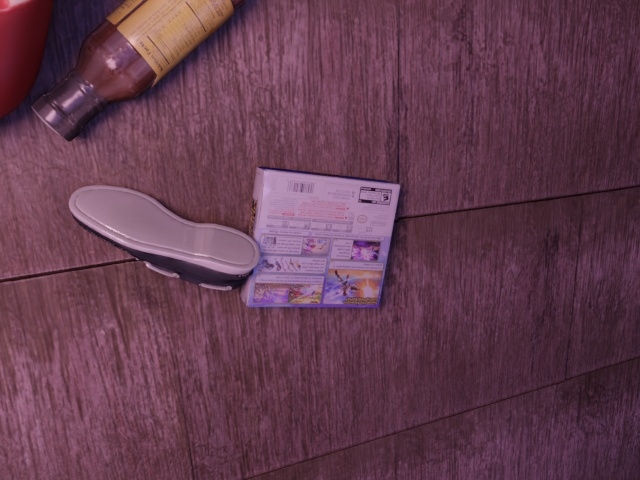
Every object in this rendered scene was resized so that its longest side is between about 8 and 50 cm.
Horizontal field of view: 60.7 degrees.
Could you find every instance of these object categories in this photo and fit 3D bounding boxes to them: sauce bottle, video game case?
[{"bbox_3d":[-0.262,-0.284,0.790,0.344,0.111,0.111,-43,116,-5],"label":"sauce bottle"},{"bbox_3d":[0.000,0.000,1.009,0.269,0.061,0.244,4,102,-24],"label":"video game case"}]

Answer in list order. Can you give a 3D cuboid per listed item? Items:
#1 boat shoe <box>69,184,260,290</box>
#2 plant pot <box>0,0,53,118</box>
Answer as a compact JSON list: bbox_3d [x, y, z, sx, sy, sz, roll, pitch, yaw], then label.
[{"bbox_3d":[-0.253,0.007,0.880,0.302,0.114,0.091,24,134,-13],"label":"boat shoe"},{"bbox_3d":[-0.418,-0.281,0.591,0.275,0.243,0.275,12,71,-39],"label":"plant pot"}]
